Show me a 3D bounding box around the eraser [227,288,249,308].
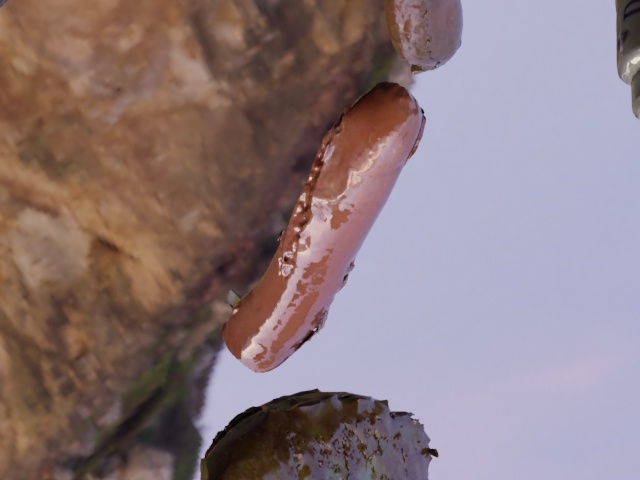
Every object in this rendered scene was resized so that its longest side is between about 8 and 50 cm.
[{"bbox_3d":[-0.072,0.079,1.694,0.038,0.019,0.083,7,-161,-32],"label":"eraser"}]

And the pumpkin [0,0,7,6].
[{"bbox_3d":[-0.210,-0.249,0.790,0.111,0.163,0.278,-12,-126,8],"label":"pumpkin"}]

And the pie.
[{"bbox_3d":[-0.020,0.299,1.531,0.355,0.288,0.103,-17,-164,-42],"label":"pie"}]

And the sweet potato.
[{"bbox_3d":[0.084,-0.251,1.314,0.075,0.273,0.075,-5,-126,7],"label":"sweet potato"}]

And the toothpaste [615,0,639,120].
[{"bbox_3d":[0.215,-0.170,0.979,0.067,0.037,0.255,-25,-142,35],"label":"toothpaste"}]

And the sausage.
[{"bbox_3d":[-0.001,0.000,1.198,0.304,0.078,0.078,-61,180,40],"label":"sausage"}]
